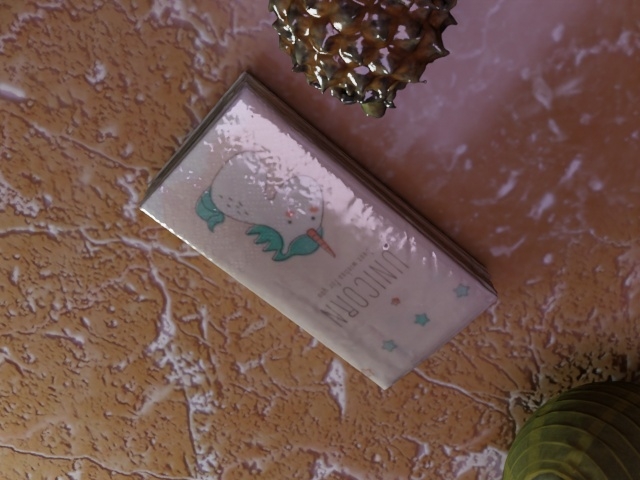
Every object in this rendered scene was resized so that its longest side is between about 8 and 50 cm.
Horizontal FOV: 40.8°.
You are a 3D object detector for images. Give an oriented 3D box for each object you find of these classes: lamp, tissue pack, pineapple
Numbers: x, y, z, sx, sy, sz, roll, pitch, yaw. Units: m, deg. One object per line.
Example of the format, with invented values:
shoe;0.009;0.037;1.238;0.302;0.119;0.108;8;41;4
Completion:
lamp;0.323;0.266;0.890;0.284;0.250;0.250;-1;128;-39
tissue pack;0.000;0.000;0.855;0.325;0.071;0.170;38;114;-15
pineapple;0.035;-0.190;0.701;0.166;0.166;0.193;-5;121;8
